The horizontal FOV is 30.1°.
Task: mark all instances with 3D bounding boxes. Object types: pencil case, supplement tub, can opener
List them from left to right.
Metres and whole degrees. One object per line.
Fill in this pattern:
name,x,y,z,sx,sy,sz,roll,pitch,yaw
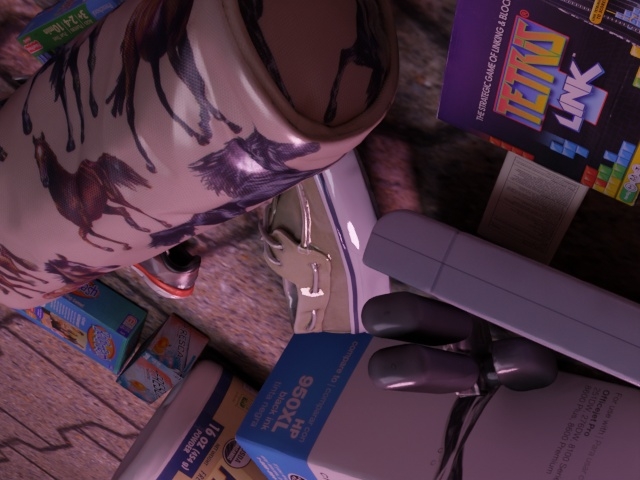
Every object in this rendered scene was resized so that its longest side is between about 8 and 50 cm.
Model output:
pencil case,-0.124,-0.087,0.823,0.160,0.183,0.410,-2,165,-44
supplement tub,-0.081,0.319,1.463,0.316,0.228,0.228,35,153,-5
can opener,0.110,0.079,0.918,0.093,0.074,0.280,-14,167,23

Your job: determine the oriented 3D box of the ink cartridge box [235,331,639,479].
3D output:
ink cartridge box,0.159,0.243,1.144,0.395,0.166,0.285,10,147,36

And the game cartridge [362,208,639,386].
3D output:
game cartridge,0.182,0.057,0.838,0.294,0.060,0.196,23,-175,18

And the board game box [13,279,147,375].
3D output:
board game box,-0.329,0.080,1.527,0.210,0.047,0.160,33,153,0

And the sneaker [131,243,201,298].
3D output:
sneaker,-0.189,-0.006,1.243,0.158,0.061,0.065,33,127,-2

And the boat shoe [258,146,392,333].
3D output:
boat shoe,0.000,0.000,0.942,0.094,0.109,0.302,-16,146,-2

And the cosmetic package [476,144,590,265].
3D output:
cosmetic package,0.151,-0.035,0.822,0.060,0.041,0.115,27,153,8

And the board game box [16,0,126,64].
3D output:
board game box,-0.133,-0.120,0.988,0.211,0.039,0.160,45,150,-25

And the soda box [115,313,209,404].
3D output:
soda box,-0.201,0.152,1.494,0.058,0.063,0.183,36,153,-6

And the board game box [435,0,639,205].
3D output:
board game box,0.147,-0.108,0.697,0.141,0.048,0.170,25,152,13
